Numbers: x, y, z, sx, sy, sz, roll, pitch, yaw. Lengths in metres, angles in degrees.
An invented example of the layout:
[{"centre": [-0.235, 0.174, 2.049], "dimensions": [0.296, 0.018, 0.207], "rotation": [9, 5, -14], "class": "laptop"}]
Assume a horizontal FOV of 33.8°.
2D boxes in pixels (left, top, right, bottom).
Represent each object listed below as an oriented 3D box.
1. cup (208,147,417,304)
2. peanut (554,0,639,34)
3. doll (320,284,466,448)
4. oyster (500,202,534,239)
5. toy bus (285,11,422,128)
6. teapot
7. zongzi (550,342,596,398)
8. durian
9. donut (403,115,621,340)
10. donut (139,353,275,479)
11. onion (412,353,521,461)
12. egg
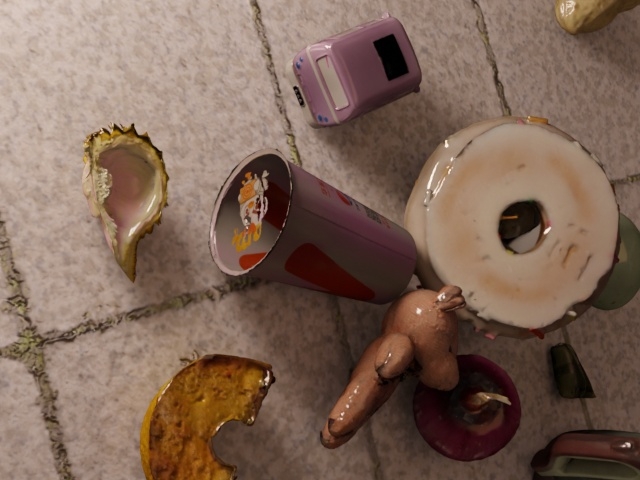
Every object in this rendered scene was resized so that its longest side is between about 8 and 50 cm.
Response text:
[{"centre": [0.000, 0.000, 1.607], "dimensions": [0.288, 0.203, 0.203], "rotation": [20, 70, -37], "class": "cup"}, {"centre": [0.564, -0.496, 2.127], "dimensions": [0.257, 0.123, 0.123], "rotation": [-31, 99, -31], "class": "peanut"}, {"centre": [0.124, 0.215, 1.627], "dimensions": [0.156, 0.201, 0.303], "rotation": [37, 65, 0], "class": "doll"}, {"centre": [0.372, -0.024, 1.920], "dimensions": [0.162, 0.107, 0.232], "rotation": [22, 87, -30], "class": "oyster"}, {"centre": [0.064, -0.276, 1.719], "dimensions": [0.202, 0.142, 0.142], "rotation": [-29, 97, -35], "class": "toy bus"}, {"centre": [0.526, 0.417, 1.799], "dimensions": [0.315, 0.312, 0.233], "rotation": [37, 60, -24], "class": "teapot"}, {"centre": [0.477, 0.243, 1.964], "dimensions": [0.113, 0.052, 0.104], "rotation": [9, 70, -47], "class": "zongzi"}, {"centre": [-0.284, -0.052, 1.482], "dimensions": [0.140, 0.078, 0.224], "rotation": [-3, 93, -47], "class": "durian"}, {"centre": [0.321, -0.019, 1.783], "dimensions": [0.383, 0.142, 0.382], "rotation": [1, 85, -7], "class": "donut"}, {"centre": [-0.179, 0.260, 1.472], "dimensions": [0.152, 0.101, 0.259], "rotation": [34, 64, -24], "class": "donut"}, {"centre": [0.239, 0.273, 1.723], "dimensions": [0.153, 0.177, 0.177], "rotation": [47, 52, -58], "class": "onion"}, {"centre": [0.533, 0.035, 1.976], "dimensions": [0.149, 0.149, 0.192], "rotation": [-5, 92, -35], "class": "egg"}]
